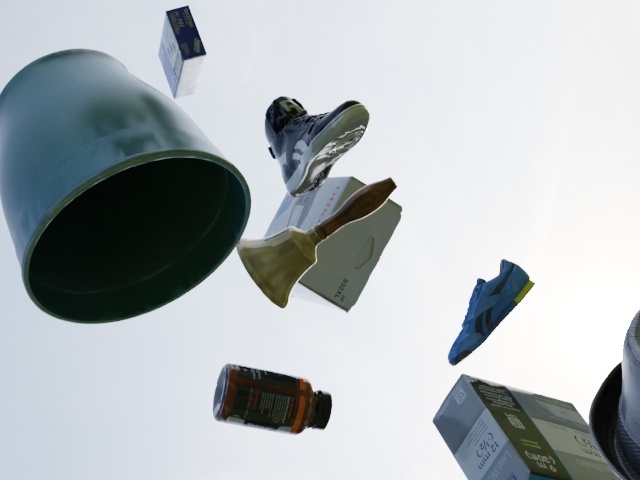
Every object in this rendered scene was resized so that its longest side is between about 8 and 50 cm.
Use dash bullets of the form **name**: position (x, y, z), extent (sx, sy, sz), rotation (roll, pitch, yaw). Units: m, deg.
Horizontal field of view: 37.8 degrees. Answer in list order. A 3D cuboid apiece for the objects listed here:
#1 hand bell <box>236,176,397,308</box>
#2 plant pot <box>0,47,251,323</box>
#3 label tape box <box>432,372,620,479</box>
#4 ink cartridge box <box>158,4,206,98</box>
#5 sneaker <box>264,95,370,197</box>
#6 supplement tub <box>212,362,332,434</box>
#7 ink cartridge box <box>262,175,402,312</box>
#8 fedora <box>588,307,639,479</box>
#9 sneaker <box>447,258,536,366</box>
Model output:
- **hand bell**: position (0.009, -0.017, 1.371), extent (0.126, 0.242, 0.126), rotation (53, -169, -15)
- **plant pot**: position (-0.259, -0.085, 1.115), extent (0.272, 0.271, 0.255), rotation (12, -144, -51)
- **label tape box**: position (0.353, 0.366, 1.409), extent (0.249, 0.347, 0.115), rotation (19, -70, -27)
- **ink cartridge box**: position (-0.255, -0.341, 1.715), extent (0.046, 0.207, 0.097), rotation (-19, -95, -16)
- **sneaker**: position (-0.020, -0.151, 1.222), extent (0.079, 0.217, 0.121), rotation (-22, -104, -30)
- **supplement tub**: position (-0.082, 0.281, 1.634), extent (0.198, 0.106, 0.106), rotation (13, -107, -14)
- **ink cartridge box**: position (0.000, 0.000, 1.816), extent (0.129, 0.307, 0.223), rotation (31, -99, -20)
- **fedora**: position (0.336, 0.102, 0.686), extent (0.243, 0.276, 0.124), rotation (-50, -46, -46)
- **sneaker**: position (0.273, 0.121, 1.593), extent (0.082, 0.069, 0.209), rotation (41, -100, 8)
